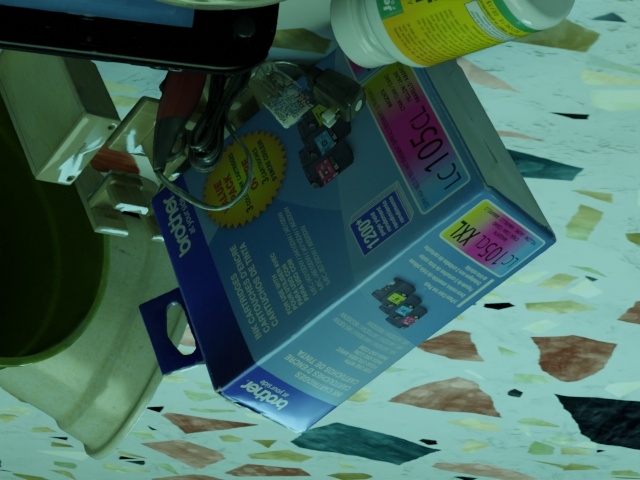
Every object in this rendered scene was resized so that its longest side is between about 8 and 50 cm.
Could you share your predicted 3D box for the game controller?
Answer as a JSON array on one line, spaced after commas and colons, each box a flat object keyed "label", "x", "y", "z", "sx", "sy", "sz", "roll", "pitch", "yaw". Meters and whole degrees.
[{"label": "game controller", "x": -0.193, "y": -0.239, "z": 1.514, "sx": 0.319, "sy": 0.166, "sz": 0.067, "roll": 7, "pitch": 174, "yaw": -3}]

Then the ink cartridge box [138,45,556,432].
[{"label": "ink cartridge box", "x": 0.000, "y": 0.000, "z": 1.711, "sx": 0.395, "sy": 0.270, "sz": 0.151, "roll": -39, "pitch": 138, "yaw": 18}]

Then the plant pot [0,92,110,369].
[{"label": "plant pot", "x": -0.484, "y": 0.015, "z": 1.881, "sx": 0.353, "sy": 0.366, "sz": 0.366, "roll": -25, "pitch": 144, "yaw": 35}]

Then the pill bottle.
[{"label": "pill bottle", "x": 0.114, "y": -0.222, "z": 1.545, "sx": 0.208, "sy": 0.117, "sz": 0.117, "roll": -13, "pitch": 152, "yaw": 41}]

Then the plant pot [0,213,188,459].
[{"label": "plant pot", "x": -0.353, "y": 0.065, "z": 2.183, "sx": 0.305, "sy": 0.334, "sz": 0.334, "roll": 26, "pitch": 153, "yaw": -17}]

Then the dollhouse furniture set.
[{"label": "dollhouse furniture set", "x": -0.196, "y": -0.136, "z": 1.790, "sx": 0.242, "sy": 0.161, "sz": 0.212, "roll": 11, "pitch": 132, "yaw": -44}]

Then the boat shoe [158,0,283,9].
[{"label": "boat shoe", "x": -0.148, "y": -0.285, "z": 1.435, "sx": 0.355, "sy": 0.132, "sz": 0.130, "roll": 7, "pitch": 159, "yaw": -7}]

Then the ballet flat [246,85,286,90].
[{"label": "ballet flat", "x": 0.002, "y": -0.138, "z": 1.863, "sx": 0.250, "sy": 0.084, "sz": 0.058, "roll": 4, "pitch": 123, "yaw": 12}]

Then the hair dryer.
[{"label": "hair dryer", "x": -0.112, "y": -0.185, "z": 1.570, "sx": 0.293, "sy": 0.223, "sz": 0.080, "roll": 47, "pitch": 145, "yaw": 14}]
